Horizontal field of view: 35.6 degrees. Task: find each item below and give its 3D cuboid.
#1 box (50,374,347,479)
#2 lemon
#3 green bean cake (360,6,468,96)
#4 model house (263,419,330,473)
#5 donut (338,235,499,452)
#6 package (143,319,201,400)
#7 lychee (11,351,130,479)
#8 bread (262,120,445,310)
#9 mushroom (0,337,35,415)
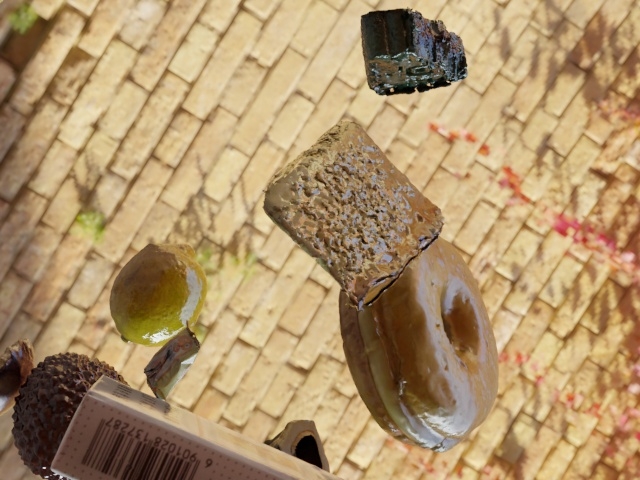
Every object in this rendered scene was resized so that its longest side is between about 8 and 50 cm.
[{"bbox_3d":[-0.113,0.258,1.085,0.210,0.330,0.095,160,-47,-81],"label":"box"},{"bbox_3d":[-0.399,0.133,2.465,0.288,0.233,0.233,-60,-168,-13],"label":"lemon"},{"bbox_3d":[0.171,-0.344,1.791,0.208,0.193,0.107,68,17,-76],"label":"green bean cake"},{"bbox_3d":[-0.108,0.587,2.458,0.239,0.173,0.268,-40,180,22],"label":"model house"},{"bbox_3d":[0.194,0.182,1.904,0.198,0.449,0.449,-18,-146,32],"label":"donut"},{"bbox_3d":[-0.234,0.190,1.569,0.121,0.031,0.108,-51,-155,0],"label":"package"},{"bbox_3d":[-0.500,0.374,2.039,0.264,0.300,0.264,-23,177,-1],"label":"lychee"},{"bbox_3d":[0.000,0.000,1.491,0.279,0.248,0.315,-37,-176,46],"label":"bread"},{"bbox_3d":[-0.724,0.235,2.118,0.208,0.302,0.233,-16,177,-9],"label":"mushroom"}]
